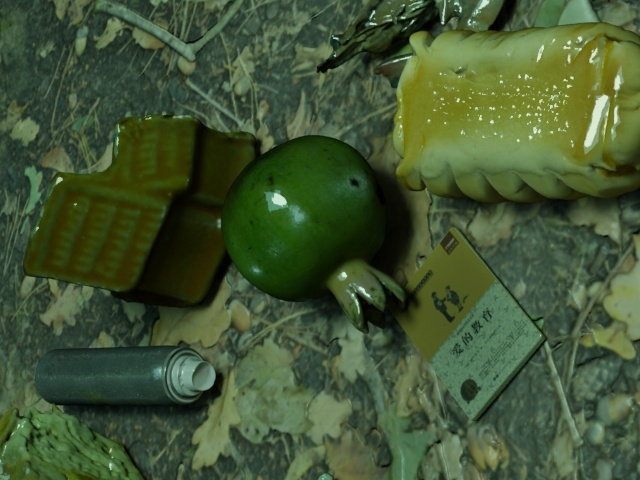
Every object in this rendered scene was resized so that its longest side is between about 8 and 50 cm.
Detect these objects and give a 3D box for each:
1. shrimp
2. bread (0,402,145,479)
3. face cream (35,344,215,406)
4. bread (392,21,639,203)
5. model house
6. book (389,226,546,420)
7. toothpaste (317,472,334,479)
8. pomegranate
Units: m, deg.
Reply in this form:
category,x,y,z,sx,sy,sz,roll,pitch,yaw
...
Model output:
category,x,y,z,sx,sy,sz,roll,pitch,yaw
shrimp,0.110,-0.229,1.730,0.254,0.059,0.145,-44,62,22
bread,-0.335,0.350,1.920,0.252,0.238,0.196,-53,8,16
face cream,-0.236,0.165,1.948,0.283,0.073,0.073,-6,75,44
bread,0.206,-0.119,1.555,0.311,0.121,0.173,6,87,45
model house,-0.228,-0.038,1.878,0.173,0.239,0.268,32,103,45
book,0.147,0.084,1.637,0.118,0.012,0.172,-53,48,20
toothpaste,-0.034,0.339,1.733,0.049,0.031,0.204,38,108,45
pomegranate,0.001,0.000,1.699,0.187,0.187,0.225,-48,67,25
